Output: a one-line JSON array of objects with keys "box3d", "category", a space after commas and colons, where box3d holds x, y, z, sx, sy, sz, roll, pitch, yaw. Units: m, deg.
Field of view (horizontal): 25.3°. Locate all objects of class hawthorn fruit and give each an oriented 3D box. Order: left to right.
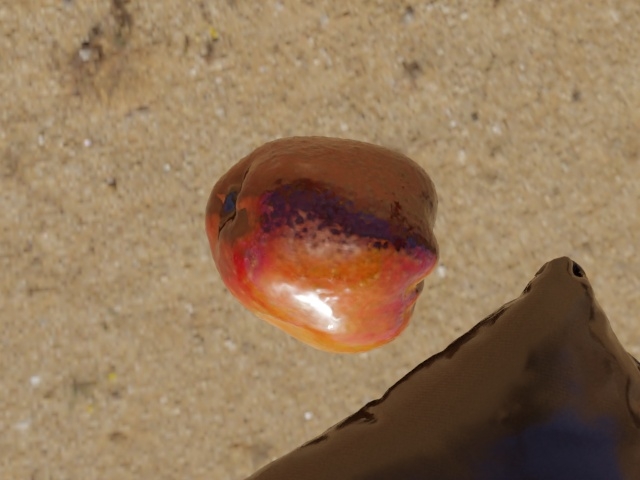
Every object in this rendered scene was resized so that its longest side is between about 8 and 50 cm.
[{"box3d": [0.000, 0.000, 0.855, 0.138, 0.132, 0.132, 14, 128, -16], "category": "hawthorn fruit"}]

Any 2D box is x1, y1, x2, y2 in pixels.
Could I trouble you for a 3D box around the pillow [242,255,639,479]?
[{"box3d": [0.078, 0.212, 0.657, 0.305, 0.307, 0.108, -33, 170, -4], "category": "pillow"}]
